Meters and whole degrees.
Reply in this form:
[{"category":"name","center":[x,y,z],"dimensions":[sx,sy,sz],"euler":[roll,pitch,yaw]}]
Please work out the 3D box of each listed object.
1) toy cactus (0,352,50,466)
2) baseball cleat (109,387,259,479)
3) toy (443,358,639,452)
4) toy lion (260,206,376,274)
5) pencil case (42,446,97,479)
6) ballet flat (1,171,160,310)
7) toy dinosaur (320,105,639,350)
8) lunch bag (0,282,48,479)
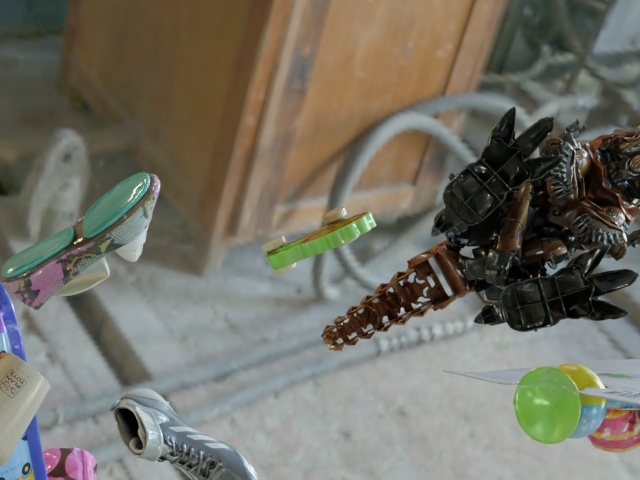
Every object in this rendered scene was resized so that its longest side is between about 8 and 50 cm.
[{"category":"toy cactus","center":[-0.232,0.140,0.889],"dimensions":[0.219,0.112,0.180],"euler":[33,72,15]},{"category":"baseball cleat","center":[-0.173,0.264,1.873],"dimensions":[0.206,0.072,0.109],"euler":[34,20,9]},{"category":"toy","center":[0.193,0.102,0.914],"dimensions":[0.137,0.056,0.237],"euler":[6,-1,40]},{"category":"toy lion","center":[0.000,0.000,1.356],"dimensions":[0.100,0.034,0.096],"euler":[-25,6,-4]},{"category":"pencil case","center":[-0.268,0.302,1.612],"dimensions":[0.095,0.098,0.209],"euler":[20,23,-25]},{"category":"ballet flat","center":[-0.248,0.006,1.677],"dimensions":[0.079,0.221,0.077],"euler":[48,18,-30]},{"category":"toy dinosaur","center":[0.160,0.005,1.217],"dimensions":[0.164,0.322,0.218],"euler":[40,0,1]},{"category":"lunch bag","center":[-0.350,0.174,1.273],"dimensions":[0.221,0.293,0.138],"euler":[-19,40,-29]}]
